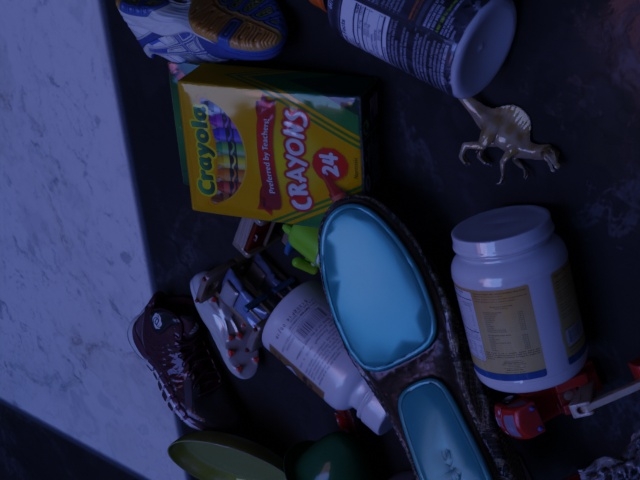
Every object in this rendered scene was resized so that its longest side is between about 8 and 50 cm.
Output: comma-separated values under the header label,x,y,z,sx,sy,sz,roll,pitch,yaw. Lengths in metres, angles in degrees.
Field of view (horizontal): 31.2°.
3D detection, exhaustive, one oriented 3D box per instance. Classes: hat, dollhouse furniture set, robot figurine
label,x,y,z,sx,sy,sz,roll,pitch,yaw
hat,0.053,0.316,1.763,0.208,0.173,0.183,32,118,-4
dollhouse furniture set,-0.087,0.049,1.740,0.129,0.129,0.184,42,137,19
robot figurine,0.000,0.000,1.669,0.115,0.067,0.101,39,106,23

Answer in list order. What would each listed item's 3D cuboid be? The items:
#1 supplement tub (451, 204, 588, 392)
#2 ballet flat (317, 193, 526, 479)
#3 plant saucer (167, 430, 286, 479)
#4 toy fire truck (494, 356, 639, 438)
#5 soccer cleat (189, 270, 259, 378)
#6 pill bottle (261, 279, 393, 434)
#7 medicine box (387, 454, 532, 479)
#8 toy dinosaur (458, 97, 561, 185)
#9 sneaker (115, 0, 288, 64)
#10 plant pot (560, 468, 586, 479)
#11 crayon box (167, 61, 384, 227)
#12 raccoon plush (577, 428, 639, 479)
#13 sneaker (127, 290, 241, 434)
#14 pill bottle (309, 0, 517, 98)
label,x,y,z,sx,sy,sz,roll,pitch,yaw
supplement tub,0.242,0.070,1.408,0.144,0.144,0.200,3,114,45
ballet flat,0.142,0.165,1.530,0.164,0.182,0.483,-28,81,25
plant saucer,-0.149,0.390,2.006,0.241,0.037,0.241,15,151,8
toy fire truck,0.321,0.191,1.407,0.047,0.192,0.135,66,168,-7
soccer cleat,-0.161,0.141,1.927,0.076,0.068,0.196,-12,104,64
pill bottle,0.035,0.175,1.692,0.229,0.131,0.131,40,136,21
medicine box,0.221,0.483,1.678,0.263,0.149,0.289,-24,95,50
toy dinosaur,0.213,-0.131,1.402,0.183,0.053,0.093,38,121,12
sneaker,-0.155,-0.297,1.641,0.296,0.112,0.131,22,149,34
plant pot,0.373,0.389,1.427,0.191,0.191,0.174,-22,93,49
crayon box,-0.076,-0.131,1.583,0.318,0.081,0.202,8,120,22
raccoon plush,0.439,0.372,1.202,0.216,0.299,0.447,-20,79,42
sneaker,-0.226,0.204,1.997,0.281,0.106,0.162,46,135,16
pill bottle,0.098,-0.274,1.356,0.245,0.130,0.130,33,133,28
